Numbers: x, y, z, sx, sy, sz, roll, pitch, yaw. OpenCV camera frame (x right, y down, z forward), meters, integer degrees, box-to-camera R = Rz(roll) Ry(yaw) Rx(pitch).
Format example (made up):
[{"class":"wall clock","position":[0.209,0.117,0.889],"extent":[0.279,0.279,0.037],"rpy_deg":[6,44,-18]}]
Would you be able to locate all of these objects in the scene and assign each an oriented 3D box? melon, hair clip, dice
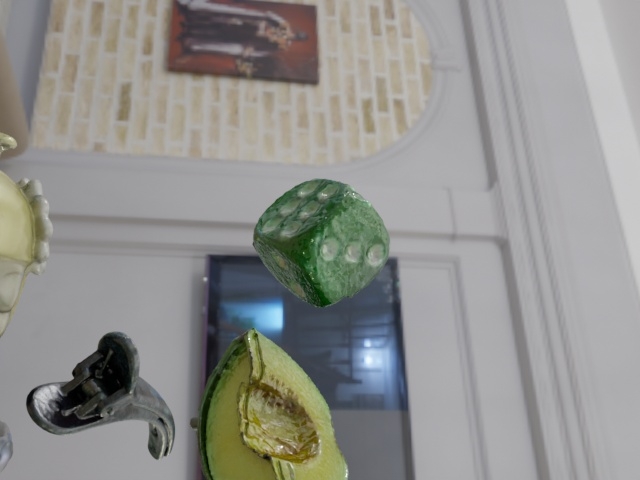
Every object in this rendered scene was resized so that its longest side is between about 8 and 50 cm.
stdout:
[{"class":"melon","position":[-0.065,0.276,1.051],"extent":[0.129,0.169,0.265],"rpy_deg":[-37,-133,20]},{"class":"hair clip","position":[-0.128,0.125,0.546],"extent":[0.039,0.070,0.229],"rpy_deg":[47,-13,21]},{"class":"dice","position":[0.000,0.000,0.981],"extent":[0.131,0.128,0.120],"rpy_deg":[21,-31,51]}]

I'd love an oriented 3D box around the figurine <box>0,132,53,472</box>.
[{"class":"figurine","position":[-0.276,0.114,0.473],"extent":[0.227,0.275,0.394],"rpy_deg":[18,79,-53]}]

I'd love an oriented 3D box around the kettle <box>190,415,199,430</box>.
[{"class":"kettle","position":[-0.116,0.313,1.269],"extent":[0.098,0.127,0.148],"rpy_deg":[-57,139,-13]}]
